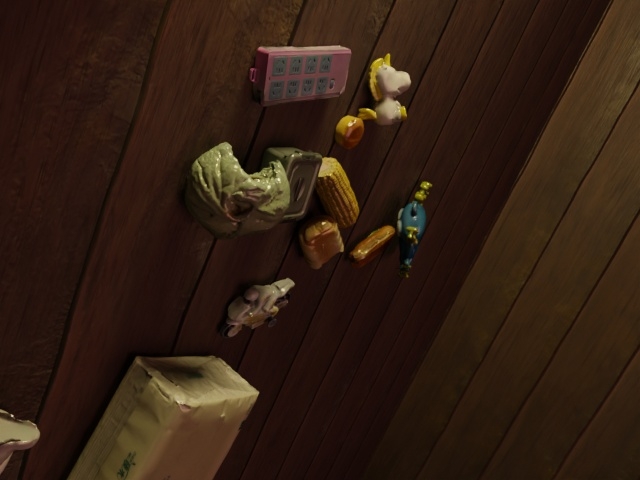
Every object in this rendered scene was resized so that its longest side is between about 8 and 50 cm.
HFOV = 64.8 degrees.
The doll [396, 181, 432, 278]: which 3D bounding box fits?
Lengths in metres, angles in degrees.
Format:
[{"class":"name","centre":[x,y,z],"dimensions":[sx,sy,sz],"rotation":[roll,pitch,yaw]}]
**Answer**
[{"class":"doll","centre":[0.304,-0.028,1.753],"dimensions":[0.341,0.099,0.346],"rotation":[96,13,-53]}]

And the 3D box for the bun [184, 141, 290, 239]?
[{"class":"bun","centre":[-0.156,-0.088,0.992],"dimensions":[0.213,0.126,0.203],"rotation":[-12,128,-17]}]

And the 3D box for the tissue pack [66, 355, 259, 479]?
[{"class":"tissue pack","centre":[-0.362,0.467,1.171],"dimensions":[0.380,0.207,0.297],"rotation":[-61,150,5]}]

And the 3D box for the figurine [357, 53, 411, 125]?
[{"class":"figurine","centre":[0.171,-0.384,1.295],"dimensions":[0.130,0.109,0.178],"rotation":[-6,121,-27]}]

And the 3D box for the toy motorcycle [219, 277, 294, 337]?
[{"class":"toy motorcycle","centre":[-0.165,0.168,1.320],"dimensions":[0.229,0.074,0.151],"rotation":[-26,143,-28]}]

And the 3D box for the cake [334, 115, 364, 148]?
[{"class":"cake","centre":[0.075,-0.277,1.291],"dimensions":[0.084,0.044,0.084],"rotation":[-37,146,-31]}]

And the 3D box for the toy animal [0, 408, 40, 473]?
[{"class":"toy animal","centre":[-0.609,0.388,0.787],"dimensions":[0.289,0.174,0.249],"rotation":[-57,161,-4]}]

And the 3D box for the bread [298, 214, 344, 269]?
[{"class":"bread","centre":[0.000,0.000,1.382],"dimensions":[0.119,0.084,0.177],"rotation":[-28,145,-10]}]

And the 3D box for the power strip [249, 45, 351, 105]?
[{"class":"power strip","centre":[-0.035,-0.353,1.068],"dimensions":[0.279,0.037,0.109],"rotation":[-23,135,-44]}]

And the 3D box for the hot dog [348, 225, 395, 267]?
[{"class":"hot dog","centre":[0.176,0.014,1.681],"dimensions":[0.236,0.062,0.092],"rotation":[-32,149,-41]}]

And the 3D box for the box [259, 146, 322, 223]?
[{"class":"box","centre":[-0.081,-0.133,1.146],"dimensions":[0.124,0.093,0.172],"rotation":[-11,127,-52]}]

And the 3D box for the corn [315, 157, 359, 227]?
[{"class":"corn","centre":[0.041,-0.121,1.333],"dimensions":[0.093,0.093,0.244],"rotation":[-50,149,-14]}]
